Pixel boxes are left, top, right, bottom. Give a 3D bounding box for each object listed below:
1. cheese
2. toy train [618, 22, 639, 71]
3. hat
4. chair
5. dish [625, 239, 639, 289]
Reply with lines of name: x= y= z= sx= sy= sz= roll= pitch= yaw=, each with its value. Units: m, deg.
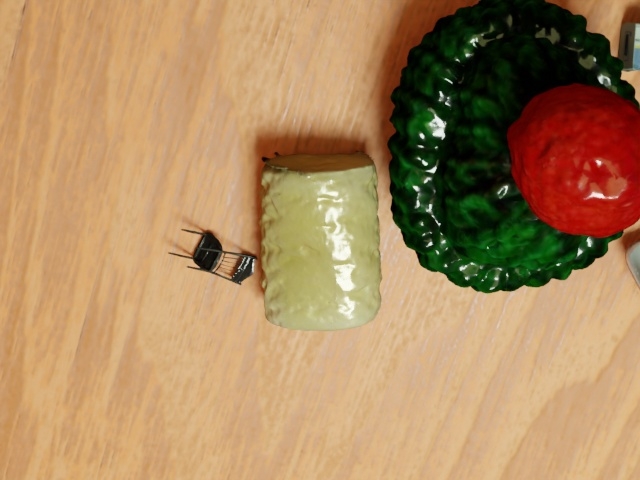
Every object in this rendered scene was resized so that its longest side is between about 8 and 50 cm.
cheese: x=0.000 y=0.000 z=1.080 sx=0.123 sy=0.094 sz=0.167 roll=-2 pitch=106 yaw=-4
toy train: x=0.414 y=-0.186 z=1.069 sx=0.234 sy=0.052 sz=0.051 roll=1 pitch=101 yaw=-3
hat: x=0.177 y=-0.069 z=0.947 sx=0.242 sy=0.332 sz=0.274 roll=-18 pitch=103 yaw=1
chair: x=-0.110 y=0.016 z=1.114 sx=0.086 sy=0.042 sz=0.037 roll=18 pitch=109 yaw=-44
dish: x=0.434 y=0.034 z=1.099 sx=0.212 sy=0.151 sz=0.077 roll=-28 pitch=146 yaw=5
